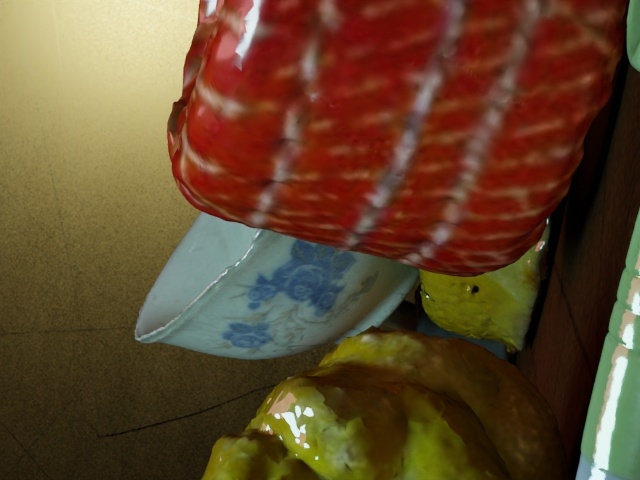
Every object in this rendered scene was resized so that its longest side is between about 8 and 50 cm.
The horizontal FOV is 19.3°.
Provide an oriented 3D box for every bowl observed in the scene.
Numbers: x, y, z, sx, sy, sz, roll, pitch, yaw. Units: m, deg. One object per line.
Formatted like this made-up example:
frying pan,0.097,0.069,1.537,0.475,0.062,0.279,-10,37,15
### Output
bowl,0.000,0.000,1.519,0.313,0.146,0.313,-47,11,12

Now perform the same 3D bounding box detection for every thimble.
thimble,0.044,-0.156,1.152,0.350,0.231,0.350,-165,90,-82

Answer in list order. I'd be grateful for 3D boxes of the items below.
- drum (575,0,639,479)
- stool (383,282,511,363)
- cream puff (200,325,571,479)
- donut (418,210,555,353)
drum,0.099,-0.025,0.464,0.130,0.049,0.253,40,-120,-86
stool,0.097,0.089,1.619,0.153,0.139,0.228,96,-178,-70
cream puff,0.016,0.160,0.887,0.244,0.196,0.244,11,-90,-88
donut,0.127,-0.047,1.426,0.272,0.107,0.272,8,-90,-84
